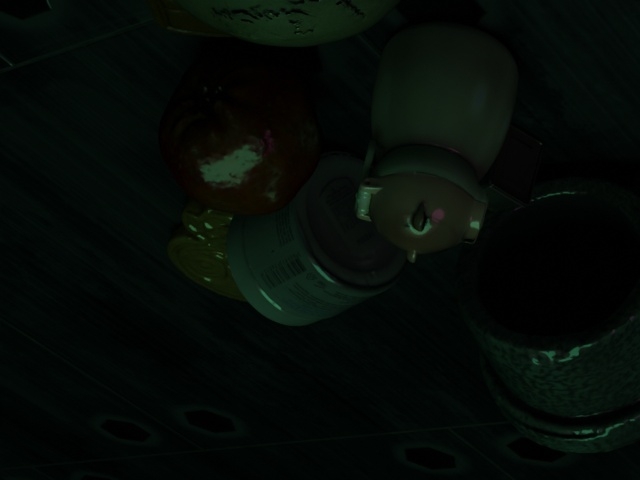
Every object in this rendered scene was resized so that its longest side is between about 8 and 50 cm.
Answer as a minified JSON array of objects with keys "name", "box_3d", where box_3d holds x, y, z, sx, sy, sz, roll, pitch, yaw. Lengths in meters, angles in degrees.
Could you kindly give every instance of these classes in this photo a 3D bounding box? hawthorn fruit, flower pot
[{"name":"hawthorn fruit","box_3d":[-0.077,-0.106,1.715,0.179,0.179,0.200,-5,143,31]},{"name":"flower pot","box_3d":[0.302,0.084,1.810,0.299,0.299,0.283,-2,145,27]}]

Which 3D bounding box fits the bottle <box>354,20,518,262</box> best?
[{"name":"bottle","box_3d":[0.115,-0.091,1.592,0.147,0.236,0.147,10,151,6]}]

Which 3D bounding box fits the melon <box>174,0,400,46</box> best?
[{"name":"melon","box_3d":[-0.033,-0.290,1.273,0.268,0.268,0.330,5,158,16]}]

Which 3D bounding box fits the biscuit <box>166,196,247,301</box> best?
[{"name":"biscuit","box_3d":[-0.101,0.011,2.078,0.202,0.044,0.289,16,153,-4]}]

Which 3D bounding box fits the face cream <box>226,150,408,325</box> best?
[{"name":"face cream","box_3d":[0.000,0.000,1.868,0.177,0.177,0.153,29,146,-26]}]

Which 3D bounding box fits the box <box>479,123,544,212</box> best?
[{"name":"box","box_3d":[0.201,-0.078,1.742,0.060,0.085,0.063,28,154,-26]}]

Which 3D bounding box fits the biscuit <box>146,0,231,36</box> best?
[{"name":"biscuit","box_3d":[-0.068,-0.249,1.546,0.215,0.034,0.182,-5,162,6]}]
